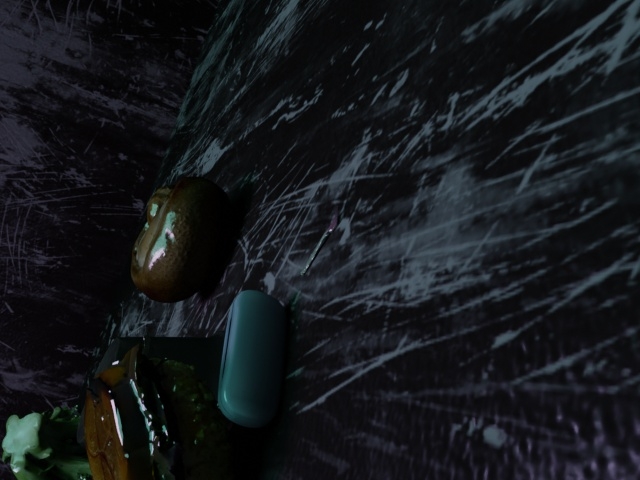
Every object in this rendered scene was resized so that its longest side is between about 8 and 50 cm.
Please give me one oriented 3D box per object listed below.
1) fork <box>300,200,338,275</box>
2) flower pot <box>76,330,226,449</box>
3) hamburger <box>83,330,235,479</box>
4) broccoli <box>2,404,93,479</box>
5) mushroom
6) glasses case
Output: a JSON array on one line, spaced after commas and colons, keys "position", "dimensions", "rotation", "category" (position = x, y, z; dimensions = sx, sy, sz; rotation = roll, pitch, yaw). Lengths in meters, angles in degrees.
[{"position": [0.001, 0.000, 0.949], "dimensions": [0.016, 0.012, 0.115], "rotation": [-87, 20, -53], "category": "fork"}, {"position": [-0.243, 0.235, 1.152], "dimensions": [0.269, 0.166, 0.269], "rotation": [-160, 90, -74], "category": "flower pot"}, {"position": [-0.187, 0.234, 0.937], "dimensions": [0.243, 0.138, 0.262], "rotation": [-39, 63, 57], "category": "hamburger"}, {"position": [-0.437, 0.393, 1.438], "dimensions": [0.265, 0.245, 0.294], "rotation": [-51, 43, -3], "category": "broccoli"}, {"position": [-0.252, -0.003, 1.455], "dimensions": [0.253, 0.153, 0.253], "rotation": [-55, 20, 32], "category": "mushroom"}, {"position": [-0.077, 0.132, 0.931], "dimensions": [0.045, 0.067, 0.179], "rotation": [-53, 24, 41], "category": "glasses case"}]
